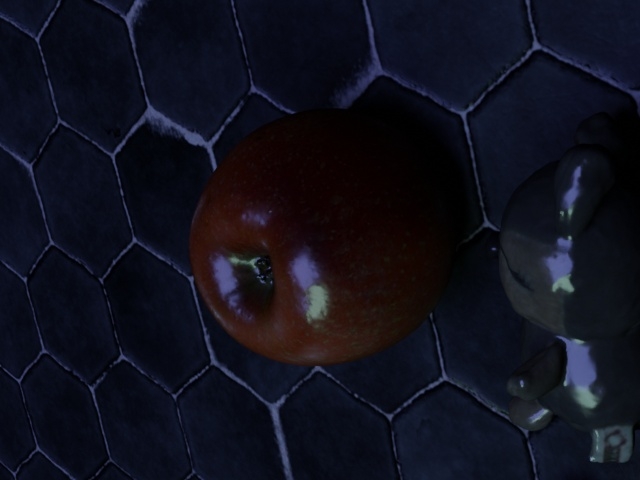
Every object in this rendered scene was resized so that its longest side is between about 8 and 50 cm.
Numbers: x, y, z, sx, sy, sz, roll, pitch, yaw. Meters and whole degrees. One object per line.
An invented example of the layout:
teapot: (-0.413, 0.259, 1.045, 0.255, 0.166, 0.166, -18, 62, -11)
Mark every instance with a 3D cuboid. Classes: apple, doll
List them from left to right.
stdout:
apple: (0.000, 0.000, 1.759, 0.348, 0.277, 0.348, 21, 121, 39)
doll: (0.370, 0.046, 1.497, 0.379, 0.252, 0.382, 3, 117, 11)
